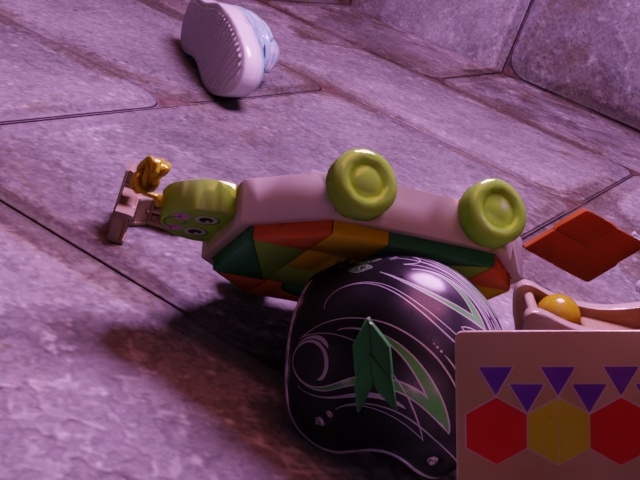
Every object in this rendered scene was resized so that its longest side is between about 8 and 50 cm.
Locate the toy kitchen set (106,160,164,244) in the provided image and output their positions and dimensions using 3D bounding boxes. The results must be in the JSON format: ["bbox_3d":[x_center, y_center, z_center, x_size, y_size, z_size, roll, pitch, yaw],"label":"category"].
[{"bbox_3d":[-0.167,-0.036,1.042,0.075,0.068,0.083,17,21,-9],"label":"toy kitchen set"}]

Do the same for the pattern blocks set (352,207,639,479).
[{"bbox_3d":[0.178,0.124,0.668,0.324,0.285,0.026,7,7,5],"label":"pattern blocks set"}]

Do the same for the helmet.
[{"bbox_3d":[0.068,0.097,0.814,0.161,0.169,0.169,5,14,23],"label":"helmet"}]

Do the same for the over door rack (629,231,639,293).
[{"bbox_3d":[0.483,0.114,1.177,0.324,0.108,0.239,29,4,-16],"label":"over door rack"}]

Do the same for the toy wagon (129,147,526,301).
[{"bbox_3d":[0.000,0.000,0.909,0.344,0.068,0.267,11,-21,-21],"label":"toy wagon"}]

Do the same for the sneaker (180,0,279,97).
[{"bbox_3d":[-0.123,-0.321,1.706,0.150,0.135,0.366,8,25,-22],"label":"sneaker"}]

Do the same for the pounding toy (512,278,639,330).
[{"bbox_3d":[0.312,0.123,0.968,0.269,0.154,0.155,18,20,-4],"label":"pounding toy"}]
